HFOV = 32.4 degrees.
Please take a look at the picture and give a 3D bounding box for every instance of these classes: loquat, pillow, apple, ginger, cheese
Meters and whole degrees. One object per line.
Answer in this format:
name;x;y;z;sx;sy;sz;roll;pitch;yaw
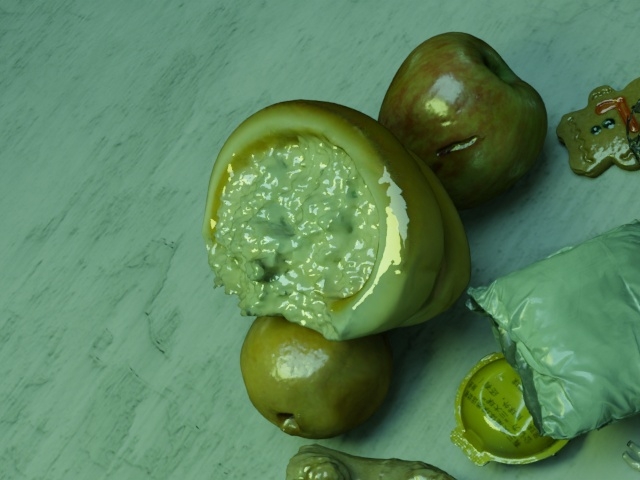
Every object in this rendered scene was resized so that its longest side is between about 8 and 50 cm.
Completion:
loquat;-0.006;0.180;1.621;0.238;0.193;0.238;-9;48;10
pillow;0.376;0.120;1.453;0.310;0.138;0.283;-19;50;-11
apple;0.207;-0.174;1.687;0.264;0.264;0.264;-14;56;22
ginger;0.063;0.347;1.487;0.275;0.221;0.130;-11;48;33
cheese;0.297;0.205;1.524;0.270;0.069;0.177;-40;54;-11

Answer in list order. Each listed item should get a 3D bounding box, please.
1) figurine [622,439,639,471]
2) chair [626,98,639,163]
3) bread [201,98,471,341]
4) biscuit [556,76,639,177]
figurine;0.428;0.300;1.412;0.109;0.047;0.064;42;115;46
chair;0.552;-0.191;1.586;0.174;0.149;0.213;41;125;20
bread;0.014;-0.012;1.578;0.424;0.245;0.329;30;87;42
biscuit;0.474;-0.185;1.681;0.225;0.036;0.166;-23;52;15
